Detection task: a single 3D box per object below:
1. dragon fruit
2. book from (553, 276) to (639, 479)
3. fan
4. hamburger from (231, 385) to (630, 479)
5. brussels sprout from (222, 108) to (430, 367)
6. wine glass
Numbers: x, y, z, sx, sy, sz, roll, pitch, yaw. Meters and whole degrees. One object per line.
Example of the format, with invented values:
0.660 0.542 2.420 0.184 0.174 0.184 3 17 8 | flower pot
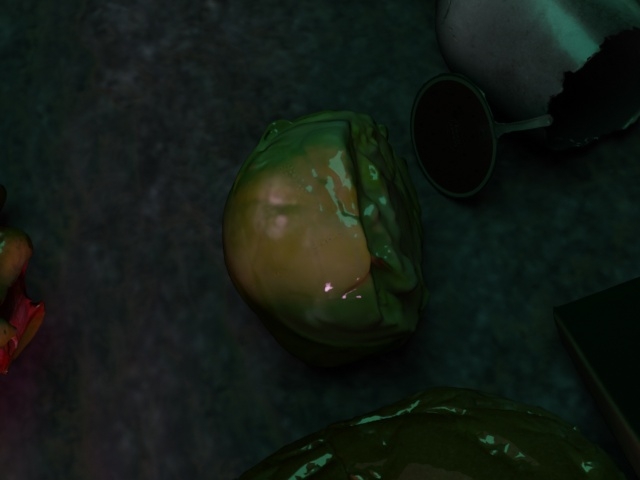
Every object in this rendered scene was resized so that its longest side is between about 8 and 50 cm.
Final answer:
-0.244 0.026 0.955 0.133 0.150 0.208 34 33 -17 | dragon fruit
0.326 0.027 0.794 0.371 0.043 0.260 -21 17 4 | book
0.102 -0.070 0.962 0.005 0.133 0.085 -14 96 -36 | fan
0.049 0.192 0.799 0.308 0.132 0.211 -26 60 -4 | hamburger
-0.004 -0.001 0.920 0.122 0.149 0.151 -21 40 17 | brussels sprout
0.118 -0.170 1.007 0.126 0.126 0.241 -33 56 -10 | wine glass
